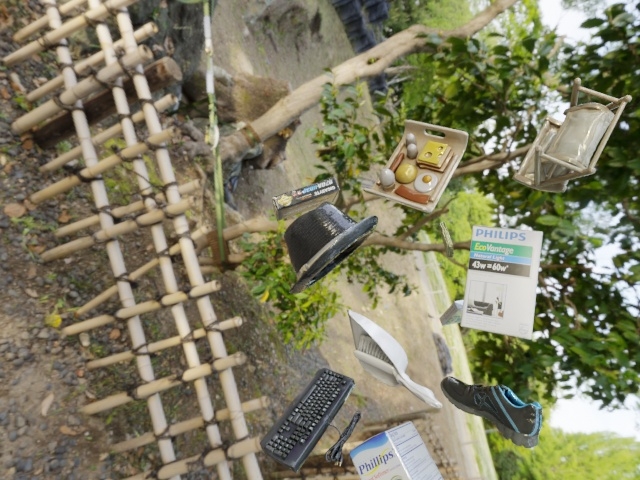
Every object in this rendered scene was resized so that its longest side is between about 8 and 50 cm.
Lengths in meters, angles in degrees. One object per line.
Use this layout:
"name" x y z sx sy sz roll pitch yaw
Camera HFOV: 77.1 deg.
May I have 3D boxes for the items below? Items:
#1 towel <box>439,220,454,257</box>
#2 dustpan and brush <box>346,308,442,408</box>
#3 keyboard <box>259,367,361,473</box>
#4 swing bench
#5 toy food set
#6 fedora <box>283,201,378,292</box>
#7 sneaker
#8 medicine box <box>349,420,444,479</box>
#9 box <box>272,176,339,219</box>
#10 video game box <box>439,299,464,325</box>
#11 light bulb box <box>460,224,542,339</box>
"towel" 0.471 -0.001 1.503 0.148 0.027 0.110 45 31 -62
"dustpan and brush" 0.125 0.221 0.707 0.060 0.211 0.147 -43 135 -34
"keyboard" 0.005 0.472 1.067 0.317 0.202 0.033 -39 139 -49
"swing bench" 0.754 -0.301 1.233 0.253 0.165 0.255 -60 165 -4
"toy food set" 0.300 -0.242 1.266 0.306 0.220 0.092 -58 149 -15
"fedora" 0.000 0.000 1.103 0.152 0.334 0.334 51 13 9
"sneaker" 0.560 0.524 1.330 0.125 0.341 0.139 3 101 -42
"medicine box" 0.262 0.746 1.253 0.263 0.149 0.289 29 27 -57
"box" -0.055 -0.140 1.378 0.175 0.220 0.051 125 -55 -80
"video game box" 0.679 0.323 1.857 0.187 0.205 0.048 102 -24 -52
"light bulb box" 0.665 0.161 1.489 0.358 0.225 0.360 26 73 -65
